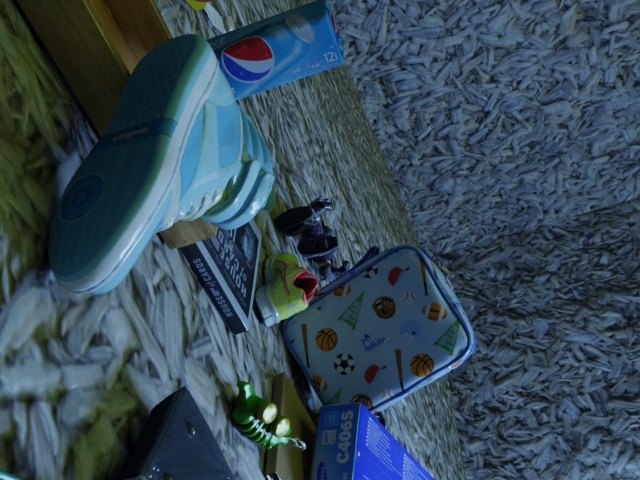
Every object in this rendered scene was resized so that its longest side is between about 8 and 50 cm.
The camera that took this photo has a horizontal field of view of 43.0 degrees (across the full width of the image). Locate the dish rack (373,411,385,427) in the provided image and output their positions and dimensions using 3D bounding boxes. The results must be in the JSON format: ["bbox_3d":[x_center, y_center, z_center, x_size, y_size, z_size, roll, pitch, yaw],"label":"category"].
[{"bbox_3d":[0.057,0.232,1.641,0.271,0.074,0.208,-92,161,-50],"label":"dish rack"}]

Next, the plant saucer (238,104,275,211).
[{"bbox_3d":[-0.131,-0.137,1.396,0.195,0.038,0.194,-17,90,-77],"label":"plant saucer"}]

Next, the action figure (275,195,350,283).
[{"bbox_3d":[0.000,0.000,1.650,0.185,0.099,0.285,66,8,9],"label":"action figure"}]

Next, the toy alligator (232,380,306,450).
[{"bbox_3d":[-0.074,0.257,1.104,0.051,0.056,0.189,-53,136,-22],"label":"toy alligator"}]

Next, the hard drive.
[{"bbox_3d":[-0.125,0.298,0.826,0.172,0.054,0.254,-75,146,-67],"label":"hard drive"}]

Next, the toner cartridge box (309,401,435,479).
[{"bbox_3d":[0.097,0.414,1.328,0.348,0.075,0.165,52,35,-44],"label":"toner cartridge box"}]

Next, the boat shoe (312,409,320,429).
[{"bbox_3d":[0.023,0.339,1.416,0.137,0.049,0.043,54,26,-49],"label":"boat shoe"}]

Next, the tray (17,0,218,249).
[{"bbox_3d":[-0.233,-0.209,0.981,0.202,0.076,0.410,-89,159,-54],"label":"tray"}]

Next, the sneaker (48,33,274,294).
[{"bbox_3d":[-0.143,-0.043,0.861,0.208,0.127,0.318,53,46,-42],"label":"sneaker"}]

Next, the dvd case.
[{"bbox_3d":[-0.142,-0.004,1.197,0.238,0.030,0.179,-89,158,-54],"label":"dvd case"}]

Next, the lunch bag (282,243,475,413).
[{"bbox_3d":[0.101,0.148,1.378,0.243,0.303,0.115,59,11,12],"label":"lunch bag"}]

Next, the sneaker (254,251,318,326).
[{"bbox_3d":[-0.045,0.075,1.360,0.208,0.094,0.081,-82,150,-65],"label":"sneaker"}]

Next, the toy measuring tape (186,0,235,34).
[{"bbox_3d":[-0.181,-0.452,1.420,0.330,0.122,0.121,32,43,-71],"label":"toy measuring tape"}]

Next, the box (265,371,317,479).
[{"bbox_3d":[-0.038,0.325,1.234,0.201,0.021,0.164,-87,156,-56],"label":"box"}]

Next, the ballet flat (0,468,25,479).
[{"bbox_3d":[-0.209,0.210,0.591,0.232,0.080,0.073,49,55,-56],"label":"ballet flat"}]

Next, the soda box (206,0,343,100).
[{"bbox_3d":[-0.079,-0.229,1.012,0.071,0.210,0.067,-88,157,-56],"label":"soda box"}]
